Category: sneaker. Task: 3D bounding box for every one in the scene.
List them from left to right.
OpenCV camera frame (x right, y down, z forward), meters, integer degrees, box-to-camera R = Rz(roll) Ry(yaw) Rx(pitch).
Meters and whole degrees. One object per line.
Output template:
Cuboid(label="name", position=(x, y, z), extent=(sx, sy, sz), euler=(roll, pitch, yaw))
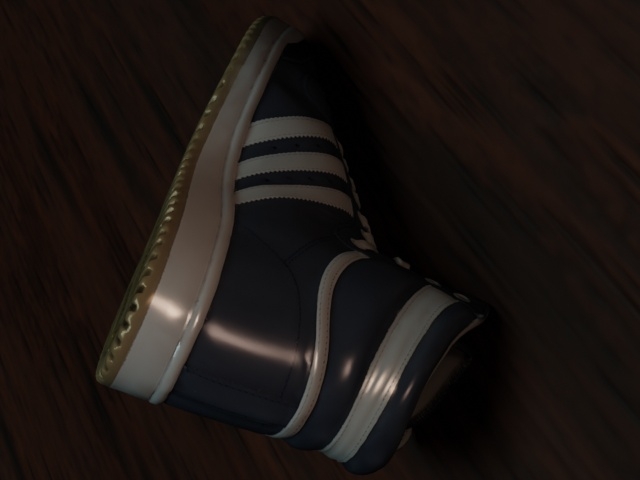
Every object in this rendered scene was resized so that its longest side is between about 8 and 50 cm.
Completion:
Cuboid(label="sneaker", position=(0.000, 0.000, 0.737), extent=(0.282, 0.153, 0.099), euler=(-75, 11, -55))
